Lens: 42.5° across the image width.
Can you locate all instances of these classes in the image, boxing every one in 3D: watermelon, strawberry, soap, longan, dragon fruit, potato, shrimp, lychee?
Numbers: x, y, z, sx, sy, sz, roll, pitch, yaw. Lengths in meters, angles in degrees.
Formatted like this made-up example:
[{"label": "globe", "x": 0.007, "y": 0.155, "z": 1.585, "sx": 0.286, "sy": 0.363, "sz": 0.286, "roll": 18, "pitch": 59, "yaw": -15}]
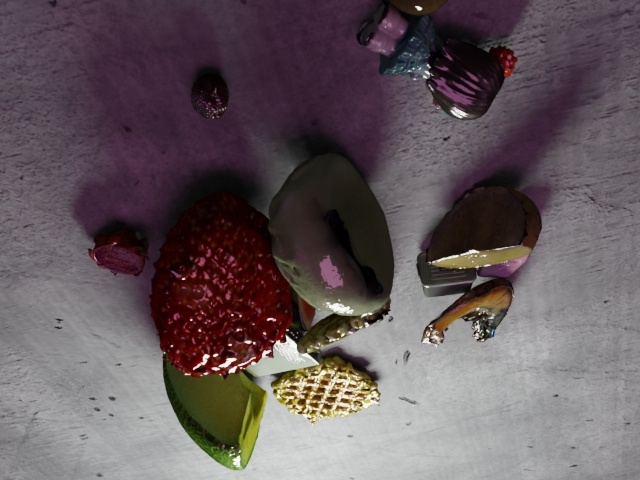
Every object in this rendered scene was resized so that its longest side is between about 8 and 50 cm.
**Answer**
[{"label": "watermelon", "x": -0.039, "y": 0.107, "z": 1.708, "sx": 0.094, "sy": 0.125, "sz": 0.135, "roll": -5, "pitch": 124, "yaw": -25}, {"label": "strawberry", "x": -0.201, "y": 0.086, "z": 1.519, "sx": 0.292, "sy": 0.292, "sz": 0.344, "roll": -9, "pitch": 137, "yaw": 5}, {"label": "soap", "x": 0.373, "y": 0.008, "z": 1.654, "sx": 0.100, "sy": 0.056, "sz": 0.149, "roll": -1, "pitch": 139, "yaw": -8}, {"label": "longan", "x": 0.137, "y": -0.376, "z": 1.170, "sx": 0.113, "sy": 0.092, "sz": 0.113, "roll": 14, "pitch": 139, "yaw": 12}, {"label": "dragon fruit", "x": -0.384, "y": 0.015, "z": 1.585, "sx": 0.112, "sy": 0.068, "sz": 0.126, "roll": 24, "pitch": 144, "yaw": -15}, {"label": "potato", "x": 0.318, "y": -0.026, "z": 1.561, "sx": 0.098, "sy": 0.138, "sz": 0.243, "roll": 16, "pitch": 160, "yaw": -39}, {"label": "shrimp", "x": 0.316, "y": 0.180, "z": 1.783, "sx": 0.222, "sy": 0.054, "sz": 0.290, "roll": -29, "pitch": 152, "yaw": -7}, {"label": "lychee", "x": -0.176, "y": -0.231, "z": 1.319, "sx": 0.068, "sy": 0.067, "sz": 0.083, "roll": 39, "pitch": 153, "yaw": -6}]

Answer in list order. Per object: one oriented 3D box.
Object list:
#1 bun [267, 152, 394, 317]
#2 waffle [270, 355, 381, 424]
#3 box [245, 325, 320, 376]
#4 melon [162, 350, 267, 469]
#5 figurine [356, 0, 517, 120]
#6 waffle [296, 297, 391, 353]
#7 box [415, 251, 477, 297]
[{"label": "bun", "x": 0.000, "y": 0.000, "z": 1.445, "sx": 0.187, "sy": 0.293, "sz": 0.293, "roll": -17, "pitch": 138, "yaw": 23}, {"label": "waffle", "x": 0.014, "y": 0.373, "z": 2.037, "sx": 0.245, "sy": 0.052, "sz": 0.254, "roll": -26, "pitch": 133, "yaw": 24}, {"label": "box", "x": -0.141, "y": 0.214, "z": 1.829, "sx": 0.210, "sy": 0.045, "sz": 0.270, "roll": -17, "pitch": 137, "yaw": 28}, {"label": "melon", "x": -0.215, "y": 0.379, "z": 1.873, "sx": 0.226, "sy": 0.331, "sz": 0.344, "roll": -35, "pitch": 150, "yaw": -21}, {"label": "figurine", "x": 0.182, "y": -0.283, "z": 1.273, "sx": 0.245, "sy": 0.110, "sz": 0.138, "roll": 26, "pitch": 113, "yaw": -22}, {"label": "waffle", "x": 0.051, "y": 0.175, "z": 1.731, "sx": 0.207, "sy": 0.054, "sz": 0.214, "roll": -23, "pitch": 180, "yaw": 13}, {"label": "box", "x": 0.259, "y": 0.069, "z": 1.696, "sx": 0.122, "sy": 0.084, "sz": 0.069, "roll": -6, "pitch": 148, "yaw": 2}]
